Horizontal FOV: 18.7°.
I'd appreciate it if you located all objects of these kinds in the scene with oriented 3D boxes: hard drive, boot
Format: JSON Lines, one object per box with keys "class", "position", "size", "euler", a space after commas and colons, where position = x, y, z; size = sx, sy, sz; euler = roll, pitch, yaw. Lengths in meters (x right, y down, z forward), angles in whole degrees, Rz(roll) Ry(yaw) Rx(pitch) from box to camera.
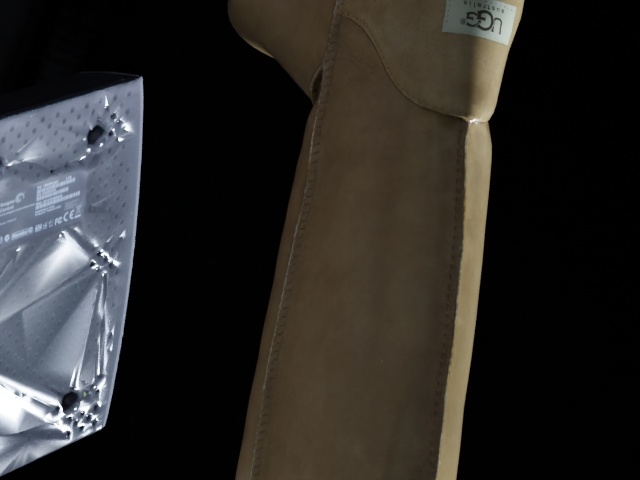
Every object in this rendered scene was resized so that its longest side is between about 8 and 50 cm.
{"class": "hard drive", "position": [-0.189, 0.024, 1.188], "size": [0.054, 0.255, 0.172], "euler": [27, -148, 32]}
{"class": "boot", "position": [0.000, 0.000, 0.840], "size": [0.089, 0.236, 0.270], "euler": [10, -93, -20]}
